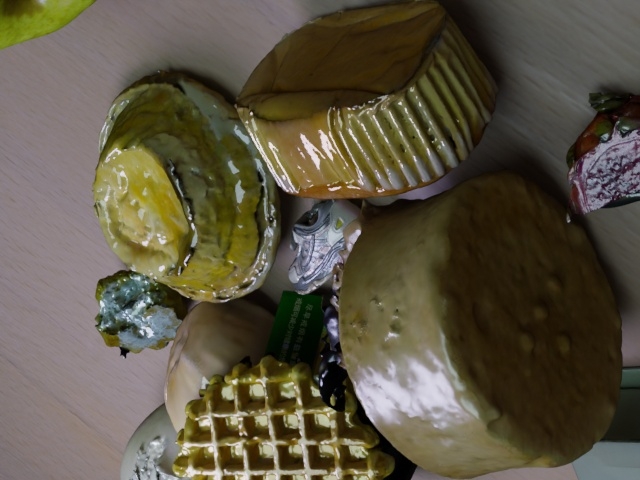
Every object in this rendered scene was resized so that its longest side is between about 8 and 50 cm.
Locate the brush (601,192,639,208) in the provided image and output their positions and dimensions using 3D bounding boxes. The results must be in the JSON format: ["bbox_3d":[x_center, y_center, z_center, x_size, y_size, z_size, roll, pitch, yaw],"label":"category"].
[{"bbox_3d":[0.369,-0.053,0.909,0.193,0.016,0.063,-7,115,38],"label":"brush"}]

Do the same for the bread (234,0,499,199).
[{"bbox_3d":[0.050,-0.145,0.967,0.288,0.204,0.156,-3,136,40],"label":"bread"}]

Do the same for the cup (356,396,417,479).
[{"bbox_3d":[0.069,0.332,1.286,0.166,0.177,0.239,40,135,7],"label":"cup"}]

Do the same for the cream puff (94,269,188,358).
[{"bbox_3d":[-0.300,0.108,1.448,0.156,0.156,0.121,11,168,30],"label":"cream puff"}]

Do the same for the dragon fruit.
[{"bbox_3d":[0.297,-0.098,0.876,0.147,0.102,0.096,-29,108,35],"label":"dragon fruit"}]

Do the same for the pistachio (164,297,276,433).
[{"bbox_3d":[-0.127,0.233,1.343,0.229,0.230,0.309,-13,114,41],"label":"pistachio"}]

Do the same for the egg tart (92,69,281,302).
[{"bbox_3d":[-0.213,-0.060,1.215,0.345,0.132,0.346,15,117,32],"label":"egg tart"}]

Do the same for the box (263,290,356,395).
[{"bbox_3d":[0.035,0.147,1.209,0.235,0.132,0.034,5,159,29],"label":"box"}]

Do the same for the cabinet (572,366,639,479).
[{"bbox_3d":[0.408,0.272,1.021,0.150,0.145,0.206,-9,114,40],"label":"cabinet"}]

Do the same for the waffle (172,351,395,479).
[{"bbox_3d":[-0.062,0.308,1.184,0.329,0.062,0.329,3,102,15],"label":"waffle"}]

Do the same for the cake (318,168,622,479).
[{"bbox_3d":[0.128,0.109,0.988,0.321,0.332,0.332,-22,105,48],"label":"cake"}]

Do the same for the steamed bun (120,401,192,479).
[{"bbox_3d":[-0.211,0.452,1.531,0.334,0.233,0.312,43,138,6],"label":"steamed bun"}]

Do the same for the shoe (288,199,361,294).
[{"bbox_3d":[0.000,0.000,1.164,0.092,0.089,0.180,48,133,-4],"label":"shoe"}]

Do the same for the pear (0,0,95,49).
[{"bbox_3d":[-0.413,-0.414,0.980,0.391,0.391,0.391,19,129,25],"label":"pear"}]
